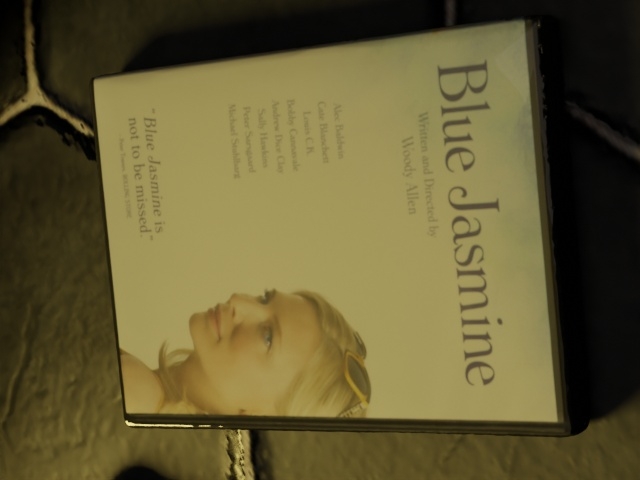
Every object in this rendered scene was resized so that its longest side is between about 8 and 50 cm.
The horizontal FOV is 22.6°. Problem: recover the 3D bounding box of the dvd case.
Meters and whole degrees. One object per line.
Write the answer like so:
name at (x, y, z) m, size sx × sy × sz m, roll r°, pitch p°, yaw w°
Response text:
dvd case at (0.000, 0.000, 0.745) m, size 0.253 × 0.022 × 0.180 m, roll -3°, pitch 93°, yaw 33°
